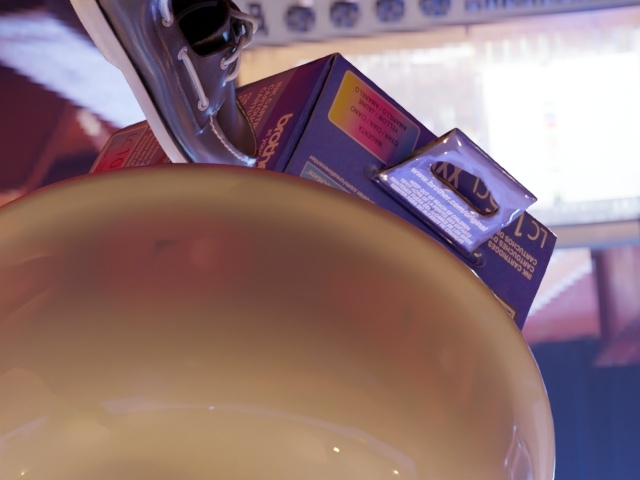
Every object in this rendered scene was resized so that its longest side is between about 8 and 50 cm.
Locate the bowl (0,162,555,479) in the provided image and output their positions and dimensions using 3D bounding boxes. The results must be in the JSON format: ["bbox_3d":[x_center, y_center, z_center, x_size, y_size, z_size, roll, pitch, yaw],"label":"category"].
[{"bbox_3d":[-0.052,0.128,0.705,0.298,0.134,0.298,1,122,2],"label":"bowl"}]

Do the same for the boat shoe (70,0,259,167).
[{"bbox_3d":[-0.063,-0.094,0.905,0.065,0.075,0.206,-19,145,11],"label":"boat shoe"}]

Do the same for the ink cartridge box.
[{"bbox_3d":[0.000,0.000,1.493,0.270,0.151,0.395,38,153,-27],"label":"ink cartridge box"}]
